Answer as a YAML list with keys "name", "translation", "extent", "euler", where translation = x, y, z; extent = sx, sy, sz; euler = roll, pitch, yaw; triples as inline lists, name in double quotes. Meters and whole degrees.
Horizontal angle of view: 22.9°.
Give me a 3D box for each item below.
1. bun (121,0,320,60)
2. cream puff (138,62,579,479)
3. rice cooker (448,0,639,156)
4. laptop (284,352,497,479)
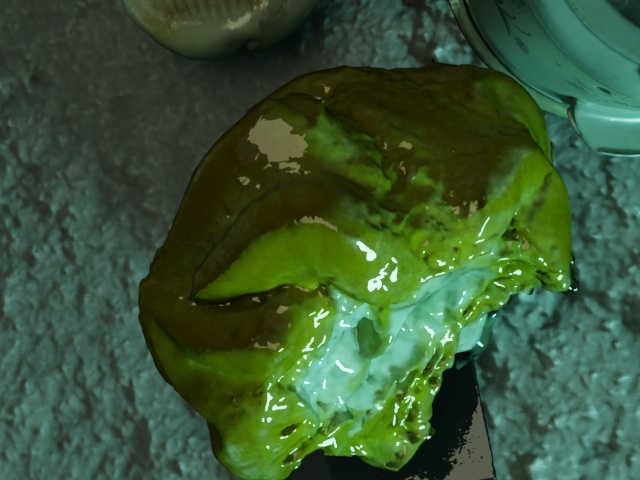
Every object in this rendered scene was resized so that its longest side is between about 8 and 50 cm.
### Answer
- name: "bun"
  translation: [-0.074, -0.215, 1.312]
  extent: [0.183, 0.102, 0.183]
  euler: [-8, 60, 14]
- name: "cream puff"
  translation: [0.002, -0.008, 1.147]
  extent: [0.323, 0.270, 0.274]
  euler: [-53, 36, 19]
- name: "rice cooker"
  translation: [0.229, -0.212, 1.118]
  extent: [0.264, 0.316, 0.317]
  euler: [-3, 79, -6]
- name: "laptop"
  translation: [0.035, 0.146, 1.261]
  extent: [0.197, 0.016, 0.135]
  euler: [-13, 75, 14]
